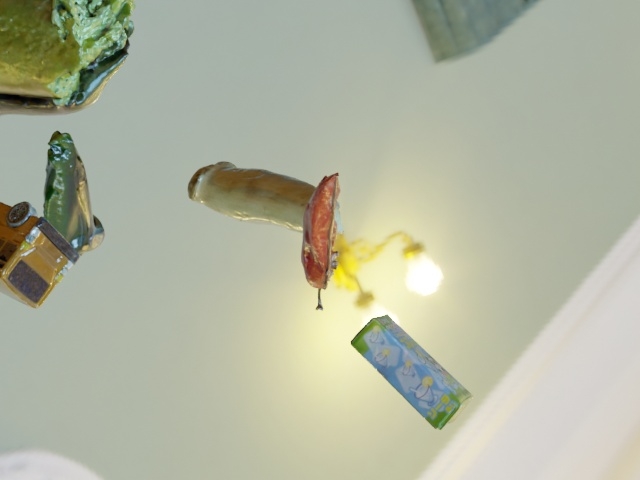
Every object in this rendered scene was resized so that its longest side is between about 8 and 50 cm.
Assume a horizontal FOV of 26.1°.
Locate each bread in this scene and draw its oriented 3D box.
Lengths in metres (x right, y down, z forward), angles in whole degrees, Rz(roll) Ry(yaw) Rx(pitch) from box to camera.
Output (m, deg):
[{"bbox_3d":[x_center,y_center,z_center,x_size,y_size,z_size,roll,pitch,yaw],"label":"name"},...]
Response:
[{"bbox_3d":[-0.502,-0.328,2.157,0.377,0.251,0.208,6,171,15],"label":"bread"}]

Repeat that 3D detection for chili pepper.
[{"bbox_3d":[-0.356,-0.061,1.942,0.062,0.216,0.108,11,-135,16],"label":"chili pepper"},{"bbox_3d":[0.000,0.000,1.716,0.051,0.268,0.059,14,-126,9],"label":"chili pepper"}]

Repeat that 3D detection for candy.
[{"bbox_3d":[0.141,0.202,2.137,0.062,0.194,0.097,-49,167,13],"label":"candy"}]

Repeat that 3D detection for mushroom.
[{"bbox_3d":[-0.074,-0.064,2.149,0.333,0.087,0.107,12,-152,43],"label":"mushroom"}]

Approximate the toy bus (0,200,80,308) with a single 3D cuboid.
[{"bbox_3d":[-0.421,0.005,1.780,0.201,0.098,0.114,20,-112,37],"label":"toy bus"}]
